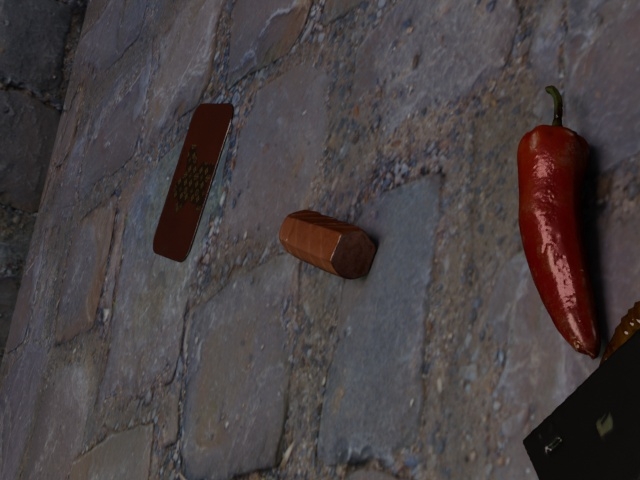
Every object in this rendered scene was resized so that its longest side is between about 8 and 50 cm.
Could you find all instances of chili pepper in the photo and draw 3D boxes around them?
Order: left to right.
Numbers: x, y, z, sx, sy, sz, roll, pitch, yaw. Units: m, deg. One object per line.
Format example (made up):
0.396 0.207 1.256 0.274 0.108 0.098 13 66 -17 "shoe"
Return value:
0.206 -0.023 0.971 0.071 0.063 0.272 131 144 -58 "chili pepper"

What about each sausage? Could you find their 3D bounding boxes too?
-0.001 0.000 1.327 0.169 0.065 0.065 21 93 60 "sausage"

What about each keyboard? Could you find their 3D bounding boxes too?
0.259 0.086 0.783 0.317 0.027 0.106 -53 36 33 "keyboard"

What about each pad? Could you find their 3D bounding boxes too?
-0.212 -0.099 1.830 0.181 0.004 0.267 13 86 63 "pad"

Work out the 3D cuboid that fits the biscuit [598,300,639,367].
0.265 0.114 0.813 0.188 0.027 0.188 -37 44 46 "biscuit"
